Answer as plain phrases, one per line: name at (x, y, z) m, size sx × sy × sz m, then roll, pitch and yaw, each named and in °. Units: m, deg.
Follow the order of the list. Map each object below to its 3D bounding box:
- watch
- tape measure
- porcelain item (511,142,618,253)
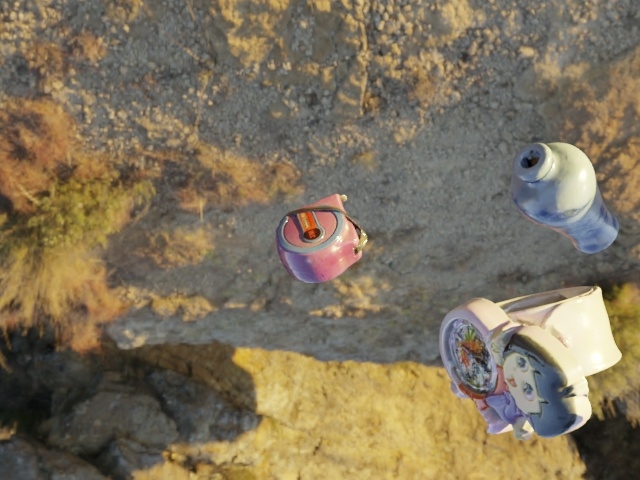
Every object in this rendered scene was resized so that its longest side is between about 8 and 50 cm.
watch at (0.318, 0.159, 0.966) m, size 0.231 × 0.196 × 0.244 m, roll -11°, pitch 177°, yaw -29°
tape measure at (0.000, 0.000, 0.966) m, size 0.125 × 0.118 × 0.074 m, roll -21°, pitch 131°, yaw 0°
porcelain item at (0.421, -0.073, 1.177) m, size 0.141 × 0.141 × 0.259 m, roll -30°, pitch 135°, yaw 31°
